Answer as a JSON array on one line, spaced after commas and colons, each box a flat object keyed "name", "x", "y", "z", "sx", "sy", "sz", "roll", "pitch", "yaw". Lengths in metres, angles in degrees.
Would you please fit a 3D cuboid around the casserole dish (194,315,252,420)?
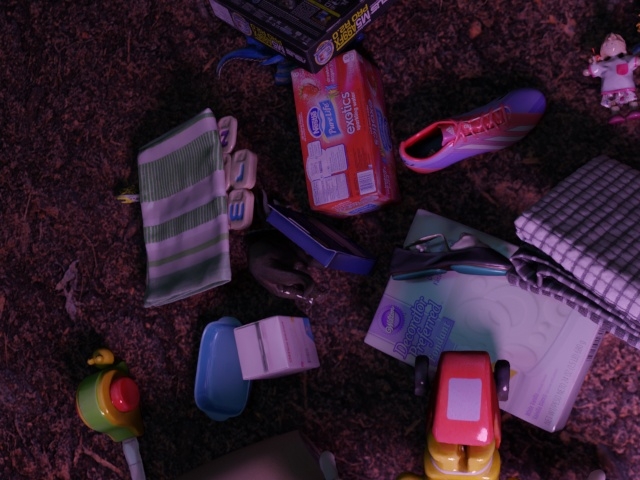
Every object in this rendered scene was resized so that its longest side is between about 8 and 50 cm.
[{"name": "casserole dish", "x": -0.168, "y": 0.233, "z": 1.587, "sx": 0.114, "sy": 0.037, "sz": 0.188, "roll": 5, "pitch": 86, "yaw": 26}]

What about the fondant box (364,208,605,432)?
[{"name": "fondant box", "x": 0.265, "y": 0.120, "z": 1.364, "sx": 0.330, "sy": 0.096, "sz": 0.238, "roll": 23, "pitch": 93, "yaw": 27}]

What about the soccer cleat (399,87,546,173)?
[{"name": "soccer cleat", "x": 0.245, "y": -0.179, "z": 1.412, "sx": 0.248, "sy": 0.095, "sz": 0.083, "roll": -23, "pitch": 74, "yaw": 21}]

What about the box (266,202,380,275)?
[{"name": "box", "x": 0.000, "y": 0.000, "z": 1.432, "sx": 0.136, "sy": 0.225, "sz": 0.036, "roll": 38, "pitch": 99, "yaw": 25}]

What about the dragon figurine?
[{"name": "dragon figurine", "x": -0.069, "y": -0.342, "z": 1.579, "sx": 0.289, "sy": 0.085, "sz": 0.144, "roll": -26, "pitch": 64, "yaw": 12}]

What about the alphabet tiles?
[{"name": "alphabet tiles", "x": -0.212, "y": -0.083, "z": 1.600, "sx": 0.284, "sy": 0.021, "sz": 0.277, "roll": -4, "pitch": 79, "yaw": 48}]

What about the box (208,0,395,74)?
[{"name": "box", "x": -0.034, "y": -0.425, "z": 1.507, "sx": 0.270, "sy": 0.060, "sz": 0.216, "roll": 36, "pitch": 72, "yaw": 31}]

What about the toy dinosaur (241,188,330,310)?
[{"name": "toy dinosaur", "x": -0.070, "y": 0.045, "z": 1.471, "sx": 0.160, "sy": 0.313, "sz": 0.121, "roll": 30, "pitch": 111, "yaw": -12}]

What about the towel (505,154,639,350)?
[{"name": "towel", "x": 0.418, "y": 0.016, "z": 1.215, "sx": 0.235, "sy": 0.284, "sz": 0.121, "roll": 36, "pitch": 136, "yaw": 24}]

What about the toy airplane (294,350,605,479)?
[{"name": "toy airplane", "x": 0.192, "y": 0.379, "z": 1.217, "sx": 0.384, "sy": 0.272, "sz": 0.386, "roll": 44, "pitch": 112, "yaw": -10}]

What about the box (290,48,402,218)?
[{"name": "box", "x": 0.045, "y": -0.177, "z": 1.490, "sx": 0.128, "sy": 0.123, "sz": 0.256, "roll": -14, "pitch": 77, "yaw": 23}]

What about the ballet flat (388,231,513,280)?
[{"name": "ballet flat", "x": 0.198, "y": 0.022, "z": 1.320, "sx": 0.203, "sy": 0.074, "sz": 0.074, "roll": -4, "pitch": 82, "yaw": 27}]

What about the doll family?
[{"name": "doll family", "x": 0.534, "y": -0.273, "z": 1.294, "sx": 0.263, "sy": 0.118, "sz": 0.163, "roll": -10, "pitch": 85, "yaw": 42}]

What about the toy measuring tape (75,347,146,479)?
[{"name": "toy measuring tape", "x": -0.389, "y": 0.361, "z": 1.632, "sx": 0.121, "sy": 0.121, "sz": 0.329, "roll": -21, "pitch": 75, "yaw": 22}]

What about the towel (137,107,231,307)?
[{"name": "towel", "x": -0.257, "y": -0.056, "z": 1.597, "sx": 0.248, "sy": 0.038, "sz": 0.324, "roll": -21, "pitch": 67, "yaw": 42}]

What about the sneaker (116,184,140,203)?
[{"name": "sneaker", "x": -0.368, "y": -0.095, "z": 1.727, "sx": 0.083, "sy": 0.031, "sz": 0.035, "roll": -2, "pitch": 72, "yaw": 19}]

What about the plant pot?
[{"name": "plant pot", "x": -0.108, "y": 0.446, "z": 1.434, "sx": 0.274, "sy": 0.256, "sz": 0.256, "roll": -36, "pitch": 69, "yaw": -1}]

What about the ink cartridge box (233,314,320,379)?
[{"name": "ink cartridge box", "x": -0.078, "y": 0.184, "z": 1.490, "sx": 0.090, "sy": 0.143, "sz": 0.092, "roll": -19, "pitch": 75, "yaw": 22}]
